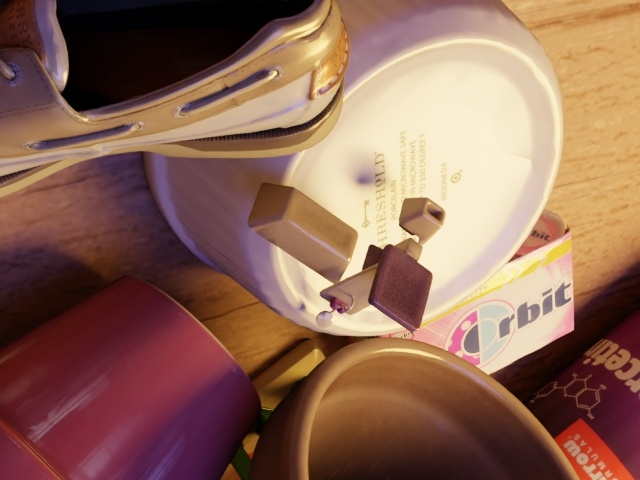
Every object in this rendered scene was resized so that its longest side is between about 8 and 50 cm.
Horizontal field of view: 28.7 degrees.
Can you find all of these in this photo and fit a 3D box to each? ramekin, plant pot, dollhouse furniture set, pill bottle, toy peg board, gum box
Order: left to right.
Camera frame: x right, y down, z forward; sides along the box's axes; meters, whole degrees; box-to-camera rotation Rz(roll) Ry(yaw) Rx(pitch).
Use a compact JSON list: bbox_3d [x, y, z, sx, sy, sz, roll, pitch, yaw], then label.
[{"bbox_3d":[-0.143,0.128,0.789,0.180,0.201,0.201,-45,137,-20],"label":"plant pot"},{"bbox_3d":[-0.024,0.190,0.982,0.161,0.079,0.160,-37,134,-6],"label":"toy peg board"},{"bbox_3d":[0.000,0.000,0.731,0.114,0.091,0.081,34,142,-22],"label":"dollhouse furniture set"},{"bbox_3d":[0.028,0.234,0.836,0.263,0.263,0.229,9,139,-38],"label":"plant pot"},{"bbox_3d":[0.034,-0.060,0.806,0.273,0.127,0.273,-18,130,-23],"label":"ramekin"},{"bbox_3d":[0.115,0.051,0.987,0.188,0.062,0.107,-25,132,-17],"label":"gum box"},{"bbox_3d":[0.277,0.181,1.109,0.323,0.181,0.181,-38,135,-6],"label":"pill bottle"}]

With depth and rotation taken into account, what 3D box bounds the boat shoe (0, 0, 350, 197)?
[{"bbox_3d":[-0.137,-0.091,0.627,0.302,0.113,0.103,-9,158,-6],"label":"boat shoe"}]
